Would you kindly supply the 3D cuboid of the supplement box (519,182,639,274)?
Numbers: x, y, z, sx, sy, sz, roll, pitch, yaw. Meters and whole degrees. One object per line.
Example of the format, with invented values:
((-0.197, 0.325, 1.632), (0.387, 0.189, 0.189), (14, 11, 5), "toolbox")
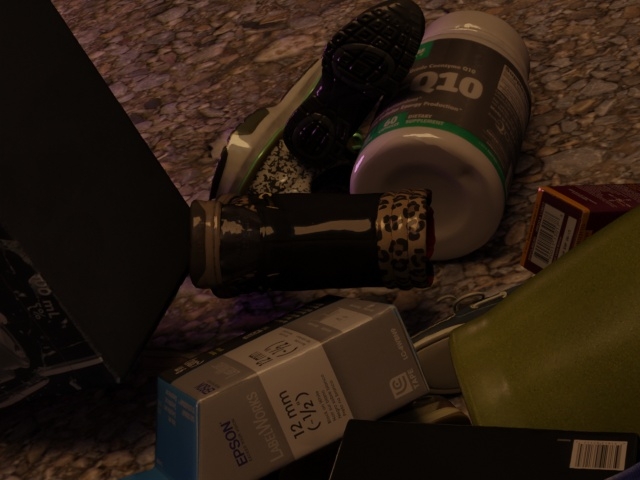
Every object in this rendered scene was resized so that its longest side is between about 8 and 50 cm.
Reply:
((0.341, -0.006, 1.749), (0.188, 0.104, 0.081), (-3, 25, -35), "supplement box")

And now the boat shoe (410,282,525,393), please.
((0.196, 0.103, 1.718), (0.255, 0.095, 0.079), (-21, 36, -12), "boat shoe")

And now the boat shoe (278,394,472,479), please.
((0.054, 0.227, 1.614), (0.224, 0.080, 0.073), (-17, 28, -13), "boat shoe")

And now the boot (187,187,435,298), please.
((0.000, 0.000, 1.822), (0.284, 0.138, 0.377), (-2, -3, 6), "boot")

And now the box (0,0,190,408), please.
((-0.481, -0.051, 1.760), (0.472, 0.480, 0.297), (-15, 31, 30), "box")

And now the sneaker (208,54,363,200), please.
((0.005, -0.133, 2.141), (0.182, 0.158, 0.410), (36, 45, 8), "sneaker")

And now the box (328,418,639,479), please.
((0.152, 0.263, 1.304), (0.261, 0.184, 0.103), (0, 38, 18), "box")

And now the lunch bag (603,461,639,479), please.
((0.405, 0.287, 1.164), (0.385, 0.327, 0.239), (-27, 40, -20), "lunch bag")

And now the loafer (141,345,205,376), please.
((-0.168, 0.158, 1.837), (0.125, 0.039, 0.045), (6, 6, 24), "loafer")

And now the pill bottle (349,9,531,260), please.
((0.176, -0.155, 2.001), (0.204, 0.204, 0.361), (-2, 36, 19), "pill bottle")

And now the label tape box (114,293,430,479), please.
((-0.086, 0.180, 1.618), (0.348, 0.115, 0.249), (-23, 7, -14), "label tape box")

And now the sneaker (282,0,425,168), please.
((0.049, -0.225, 1.949), (0.109, 0.286, 0.130), (38, 41, -4), "sneaker")

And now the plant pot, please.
((0.327, 0.133, 1.442), (0.353, 0.366, 0.366), (-23, 33, 9), "plant pot")
